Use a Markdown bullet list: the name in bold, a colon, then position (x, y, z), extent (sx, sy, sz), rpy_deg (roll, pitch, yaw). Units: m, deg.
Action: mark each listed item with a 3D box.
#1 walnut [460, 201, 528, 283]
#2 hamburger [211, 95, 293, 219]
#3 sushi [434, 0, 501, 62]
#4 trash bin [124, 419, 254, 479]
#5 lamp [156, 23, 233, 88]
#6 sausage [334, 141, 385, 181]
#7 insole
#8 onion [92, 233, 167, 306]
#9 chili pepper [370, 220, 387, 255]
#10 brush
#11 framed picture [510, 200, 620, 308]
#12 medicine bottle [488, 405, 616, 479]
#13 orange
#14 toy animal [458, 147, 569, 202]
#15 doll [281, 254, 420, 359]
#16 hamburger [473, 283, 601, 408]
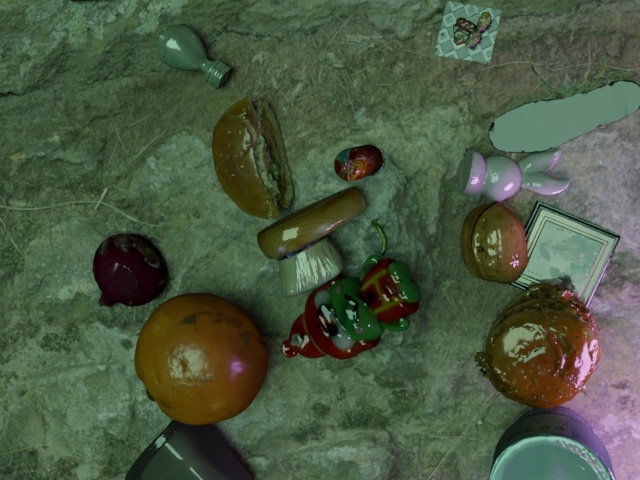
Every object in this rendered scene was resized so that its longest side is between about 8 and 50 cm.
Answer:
- **walnut**: position (0.370, 0.005, 1.712), extent (0.144, 0.144, 0.180), rpy_deg (-2, 104, 16)
- **hamburger**: position (-0.169, -0.180, 1.848), extent (0.156, 0.144, 0.283), rpy_deg (-12, 94, 17)
- **sushi**: position (0.319, -0.455, 1.740), extent (0.126, 0.026, 0.120), rpy_deg (14, 100, 15)
- **trash bin**: position (-0.309, 0.561, 1.932), extent (0.250, 0.220, 0.219), rpy_deg (46, 106, 0)
- **lamp**: position (-0.301, -0.434, 1.890), extent (0.193, 0.106, 0.106), rpy_deg (37, 104, 1)
- **sausage**: position (0.078, -0.166, 1.716), extent (0.083, 0.264, 0.083), rpy_deg (2, 100, 14)
- **insole**: position (0.523, -0.262, 1.709), extent (0.328, 0.007, 0.111), rpy_deg (-17, 92, 17)
- **onion**: position (-0.498, 0.096, 1.982), extent (0.195, 0.140, 0.218), rpy_deg (46, 109, 1)
- **chili pepper**: position (0.137, -0.007, 1.840), extent (0.030, 0.017, 0.083), rpy_deg (-12, 92, 18)
- **brush**: position (0.000, 0.000, 1.811), extent (0.267, 0.174, 0.166), rpy_deg (-28, 96, 6)
- **framed picture**: position (0.521, 0.041, 1.736), extent (0.195, 0.010, 0.199), rpy_deg (24, 101, 13)
- **medicine bottle**: position (0.479, 0.473, 1.644), extent (0.245, 0.290, 0.245), rpy_deg (1, 94, 17)
- **orange**: position (-0.275, 0.270, 1.836), extent (0.312, 0.312, 0.312), rpy_deg (2, 96, 16)
- **toy animal**: position (0.410, -0.134, 1.719), extent (0.221, 0.131, 0.104), rpy_deg (5, 56, -6)
- **doll**: position (0.057, 0.172, 1.806), extent (0.363, 0.160, 0.182), rpy_deg (-31, 78, 19)
- **hamburger**: position (0.455, 0.230, 1.676), extent (0.260, 0.211, 0.245), rpy_deg (-9, 101, 14)
